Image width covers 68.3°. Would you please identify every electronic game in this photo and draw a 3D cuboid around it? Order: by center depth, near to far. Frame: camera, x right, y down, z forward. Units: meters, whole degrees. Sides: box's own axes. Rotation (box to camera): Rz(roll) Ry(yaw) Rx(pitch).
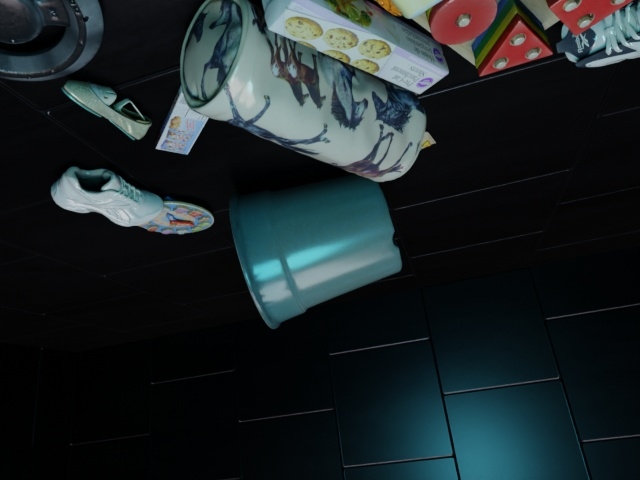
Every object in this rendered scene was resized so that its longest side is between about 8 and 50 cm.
[{"bbox_3d":[-0.396,-0.290,0.588,0.229,0.048,0.229,-12,154,-6],"label":"electronic game"}]

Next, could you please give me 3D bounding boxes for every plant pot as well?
[{"bbox_3d":[0.000,0.000,1.134,0.333,0.342,0.341,-17,158,2],"label":"plant pot"}]

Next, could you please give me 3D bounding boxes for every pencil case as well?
[{"bbox_3d":[-0.011,-0.227,0.737,0.410,0.184,0.159,12,180,-41],"label":"pencil case"}]

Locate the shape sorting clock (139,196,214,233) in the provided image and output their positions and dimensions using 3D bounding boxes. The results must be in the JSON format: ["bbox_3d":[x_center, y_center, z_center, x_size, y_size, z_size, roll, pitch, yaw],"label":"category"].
[{"bbox_3d":[-0.380,-0.054,1.216,0.206,0.041,0.206,-6,159,-3],"label":"shape sorting clock"}]

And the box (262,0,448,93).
[{"bbox_3d":[0.064,-0.291,0.673,0.323,0.063,0.067,4,158,-44],"label":"box"}]

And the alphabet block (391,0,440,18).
[{"bbox_3d":[0.087,-0.354,0.389,0.192,0.194,0.197,-23,154,32],"label":"alphabet block"}]

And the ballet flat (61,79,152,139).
[{"bbox_3d":[-0.349,-0.227,0.786,0.052,0.057,0.168,-40,157,6],"label":"ballet flat"}]

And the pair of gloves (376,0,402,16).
[{"bbox_3d":[0.084,-0.334,0.621,0.010,0.074,0.083,-47,154,-4],"label":"pair of gloves"}]

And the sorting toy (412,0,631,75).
[{"bbox_3d":[0.271,-0.336,0.639,0.257,0.090,0.255,11,152,-40],"label":"sorting toy"}]

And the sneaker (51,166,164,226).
[{"bbox_3d":[-0.443,-0.098,1.020,0.232,0.091,0.115,10,150,-39],"label":"sneaker"}]

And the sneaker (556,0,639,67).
[{"bbox_3d":[0.438,-0.310,0.697,0.152,0.094,0.235,-9,-167,20],"label":"sneaker"}]

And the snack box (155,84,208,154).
[{"bbox_3d":[-0.250,-0.216,0.867,0.064,0.022,0.178,5,156,-32],"label":"snack box"}]

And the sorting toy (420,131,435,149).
[{"bbox_3d":[0.212,-0.218,1.031,0.062,0.012,0.083,-18,157,27],"label":"sorting toy"}]
